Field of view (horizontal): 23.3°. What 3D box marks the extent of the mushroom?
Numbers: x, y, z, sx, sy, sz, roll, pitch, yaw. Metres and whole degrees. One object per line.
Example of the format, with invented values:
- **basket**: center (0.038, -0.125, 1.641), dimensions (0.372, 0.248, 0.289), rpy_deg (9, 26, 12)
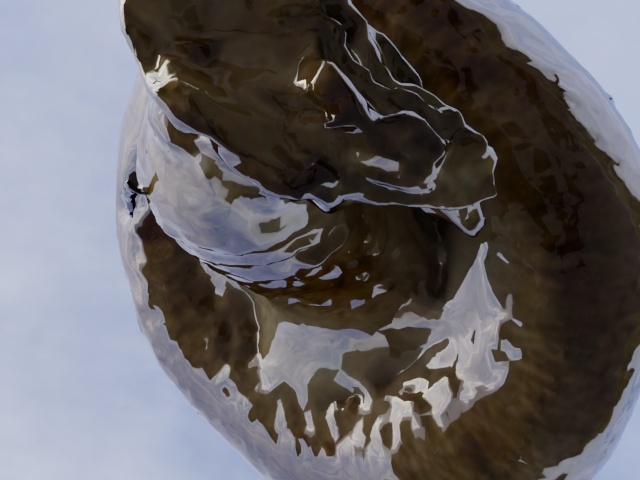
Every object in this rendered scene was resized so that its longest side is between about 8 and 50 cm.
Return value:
- **mushroom**: center (0.018, 0.012, 0.794), dimensions (0.331, 0.334, 0.356), rpy_deg (40, -149, 0)
